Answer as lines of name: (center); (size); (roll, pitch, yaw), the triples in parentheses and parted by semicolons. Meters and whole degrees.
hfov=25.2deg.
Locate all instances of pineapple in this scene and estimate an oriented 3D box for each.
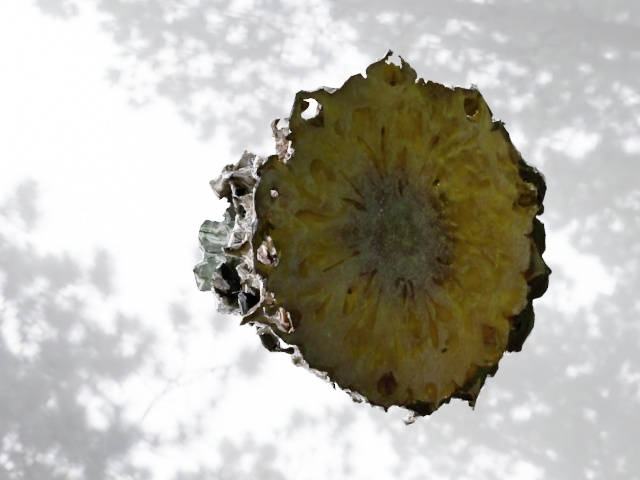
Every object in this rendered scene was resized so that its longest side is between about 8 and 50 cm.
pineapple: (0.000, 0.000, 1.086); (0.262, 0.271, 0.262); (1, -91, -30)
